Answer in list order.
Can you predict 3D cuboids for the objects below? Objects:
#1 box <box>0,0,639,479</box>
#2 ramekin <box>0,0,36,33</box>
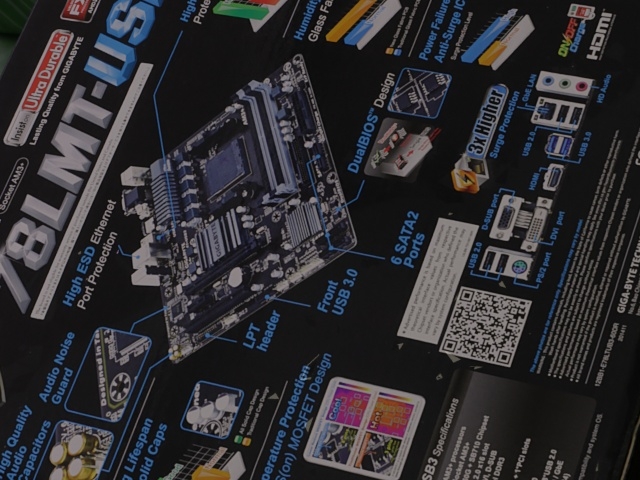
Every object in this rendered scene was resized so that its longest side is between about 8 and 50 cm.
[{"bbox_3d":[0.000,0.000,0.748,0.293,0.073,0.295,10,64,22],"label":"box"},{"bbox_3d":[-0.135,-0.249,0.959,0.303,0.148,0.303,-10,61,19],"label":"ramekin"}]
